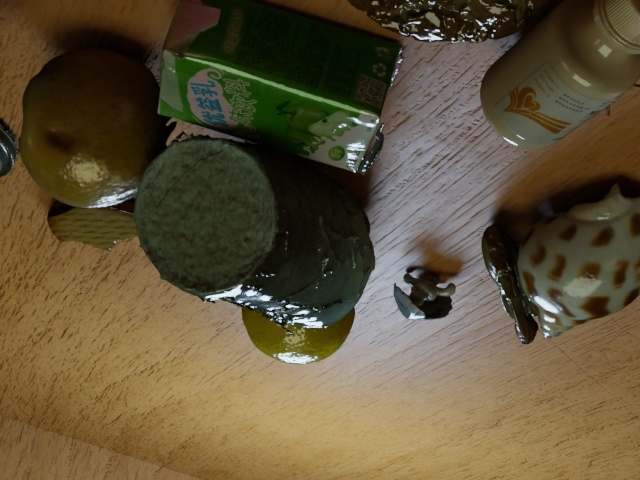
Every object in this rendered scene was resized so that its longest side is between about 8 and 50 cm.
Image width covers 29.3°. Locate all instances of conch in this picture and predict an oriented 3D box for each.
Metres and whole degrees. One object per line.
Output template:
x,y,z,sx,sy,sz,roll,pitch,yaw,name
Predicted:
0.354,0.037,1.642,0.182,0.149,0.275,13,158,-6,conch

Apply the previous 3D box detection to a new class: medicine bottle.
0.268,-0.188,1.253,0.114,0.114,0.252,21,154,-15,medicine bottle

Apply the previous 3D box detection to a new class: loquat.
-0.282,-0.134,1.561,0.213,0.213,0.213,11,155,5,loquat

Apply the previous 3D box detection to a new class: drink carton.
-0.049,-0.186,1.431,0.271,0.108,0.161,15,155,-4,drink carton

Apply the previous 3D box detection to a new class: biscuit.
0.121,-0.267,1.251,0.225,0.042,0.226,10,155,5,biscuit
-0.348,-0.029,2.017,0.228,0.031,0.176,7,155,11,biscuit

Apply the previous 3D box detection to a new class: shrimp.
0.281,0.077,1.760,0.058,0.173,0.253,-19,141,10,shrimp

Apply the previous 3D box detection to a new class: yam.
-0.082,-0.009,1.588,0.241,0.241,0.348,4,174,20,yam

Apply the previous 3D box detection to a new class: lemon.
-0.039,0.114,1.986,0.178,0.178,0.203,30,150,-31,lemon

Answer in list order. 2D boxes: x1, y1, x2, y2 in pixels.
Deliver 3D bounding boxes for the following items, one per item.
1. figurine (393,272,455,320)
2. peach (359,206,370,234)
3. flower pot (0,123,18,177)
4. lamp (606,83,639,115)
0.163,0.086,1.945,0.094,0.086,0.082,47,160,38,figurine
0.000,0.000,1.789,0.152,0.152,0.152,11,155,5,peach
-0.580,-0.116,1.826,0.235,0.141,0.235,13,157,5,flower pot
0.377,-0.158,1.359,0.121,0.041,0.054,6,146,11,lamp
